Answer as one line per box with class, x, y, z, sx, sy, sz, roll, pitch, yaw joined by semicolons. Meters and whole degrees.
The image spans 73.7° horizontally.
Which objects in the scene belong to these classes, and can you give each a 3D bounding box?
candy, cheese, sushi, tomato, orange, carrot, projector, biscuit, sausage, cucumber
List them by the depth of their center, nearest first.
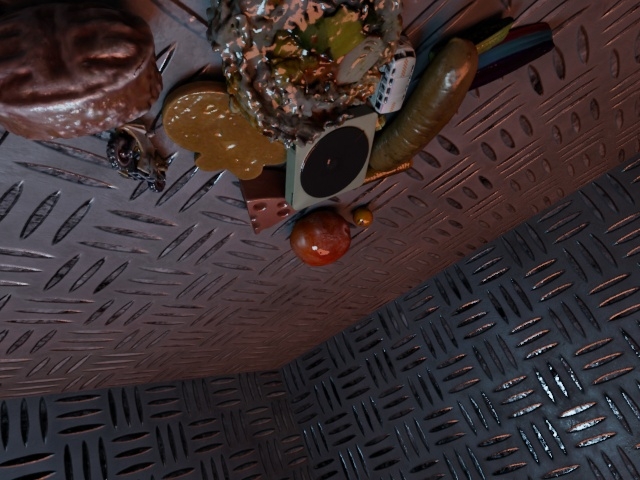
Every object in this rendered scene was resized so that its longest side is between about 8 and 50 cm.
candy;-0.412;-0.276;0.702;0.290;0.214;0.157;-17;159;-13
sushi;-0.016;-0.389;0.832;0.418;0.175;0.417;-20;145;-15
biscuit;-0.224;-0.264;1.051;0.275;0.052;0.355;-25;152;25
cucumber;0.386;-0.512;1.103;0.211;0.062;0.078;-31;166;1
sausage;0.274;-0.337;1.174;0.123;0.136;0.501;-53;-178;-29
projector;0.023;-0.230;1.184;0.259;0.079;0.257;-22;144;-25
candy;0.091;-0.323;1.234;0.203;0.061;0.061;-18;155;8
cheese;-0.182;-0.134;1.279;0.203;0.128;0.177;-28;152;19
carrot;0.164;-0.226;1.462;0.314;0.066;0.066;-20;154;0
tomato;-0.001;0.002;1.605;0.232;0.188;0.232;-16;154;-8
orange;0.168;-0.093;1.688;0.084;0.083;0.083;-19;154;-10

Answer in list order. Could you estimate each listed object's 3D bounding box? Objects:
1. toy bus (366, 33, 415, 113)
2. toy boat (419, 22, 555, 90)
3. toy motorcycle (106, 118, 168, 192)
toy bus;0.180;-0.412;1.077;0.087;0.089;0.194;-16;152;-16
toy boat;0.466;-0.493;1.190;0.392;0.079;0.136;-23;156;5
toy motorcycle;-0.410;-0.197;0.985;0.094;0.129;0.229;-2;169;6
